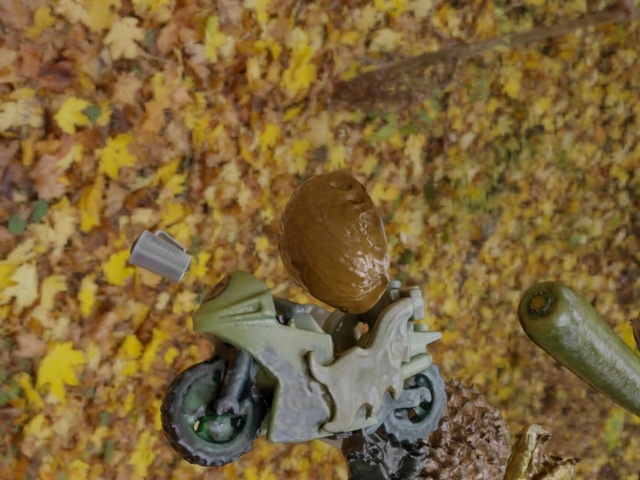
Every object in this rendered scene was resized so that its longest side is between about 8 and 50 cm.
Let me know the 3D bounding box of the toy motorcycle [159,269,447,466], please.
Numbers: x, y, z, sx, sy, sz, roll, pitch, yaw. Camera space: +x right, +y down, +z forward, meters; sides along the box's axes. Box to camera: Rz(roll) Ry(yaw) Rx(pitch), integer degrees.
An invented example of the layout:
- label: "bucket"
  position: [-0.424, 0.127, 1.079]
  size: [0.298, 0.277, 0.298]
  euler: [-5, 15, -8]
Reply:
- label: "toy motorcycle"
  position: [-0.009, 0.159, 1.167]
  size: [0.410, 0.169, 0.236]
  euler: [3, 84, -31]

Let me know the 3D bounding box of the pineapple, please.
- label: "pineapple"
  position: [0.148, 0.354, 1.503]
  size: [0.357, 0.223, 0.222]
  euler: [-3, 93, -48]

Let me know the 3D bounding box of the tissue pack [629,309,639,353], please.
- label: "tissue pack"
  position: [0.672, 0.199, 1.503]
  size: [0.257, 0.123, 0.214]
  euler: [-2, 64, -12]

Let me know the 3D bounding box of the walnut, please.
- label: "walnut"
  position: [-0.001, 0.001, 1.115]
  size: [0.087, 0.211, 0.167]
  euler: [2, 114, -30]

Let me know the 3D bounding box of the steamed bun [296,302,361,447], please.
- label: "steamed bun"
  position: [-0.037, 0.281, 2.054]
  size: [0.247, 0.384, 0.236]
  euler: [-35, 138, -48]

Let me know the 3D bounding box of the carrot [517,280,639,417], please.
- label: "carrot"
  position: [0.344, 0.149, 1.054]
  size: [0.359, 0.074, 0.074]
  euler: [36, 63, -35]

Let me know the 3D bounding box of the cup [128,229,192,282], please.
- label: "cup"
  position: [-0.321, 0.025, 1.840]
  size: [0.074, 0.116, 0.104]
  euler: [-61, -175, 38]

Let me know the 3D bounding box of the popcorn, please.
- label: "popcorn"
  position: [0.413, 0.494, 1.874]
  size: [0.191, 0.190, 0.253]
  euler: [4, 106, -38]
